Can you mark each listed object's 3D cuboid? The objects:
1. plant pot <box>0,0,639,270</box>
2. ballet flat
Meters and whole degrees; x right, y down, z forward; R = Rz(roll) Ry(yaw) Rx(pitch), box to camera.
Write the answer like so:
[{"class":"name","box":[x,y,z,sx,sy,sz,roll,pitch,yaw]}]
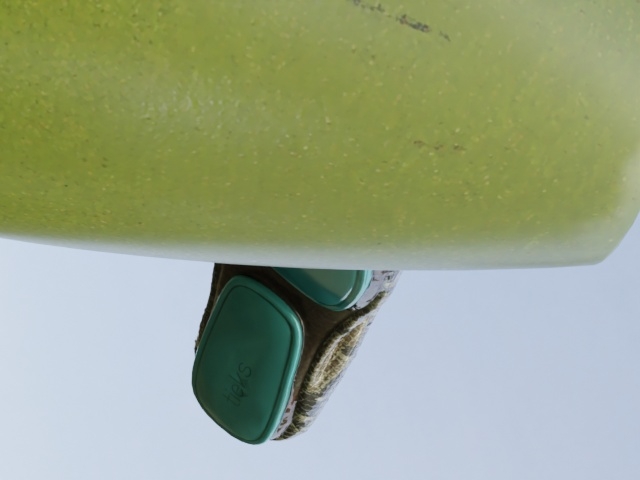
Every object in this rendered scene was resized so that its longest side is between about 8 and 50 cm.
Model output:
[{"class":"plant pot","box":[-0.009,-0.097,0.565,0.293,0.275,0.275,18,-48,0]},{"class":"ballet flat","box":[0.000,0.000,1.100,0.164,0.182,0.483,39,-28,12]}]
